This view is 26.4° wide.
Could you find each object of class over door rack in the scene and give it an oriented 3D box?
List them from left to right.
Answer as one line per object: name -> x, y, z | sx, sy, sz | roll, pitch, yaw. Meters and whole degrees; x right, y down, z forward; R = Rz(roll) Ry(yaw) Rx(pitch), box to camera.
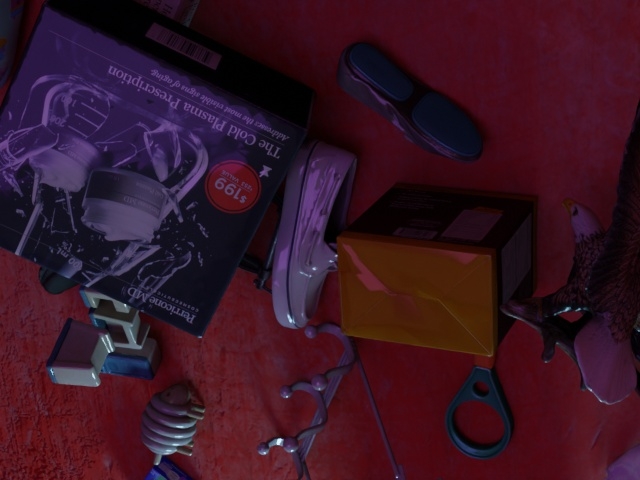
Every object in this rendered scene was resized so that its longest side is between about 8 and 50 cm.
over door rack -> 0.016, 0.296, 1.782 | 0.324, 0.108, 0.239 | 57, 135, 44

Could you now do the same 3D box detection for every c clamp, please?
c clamp -> -0.078, -0.005, 1.845 | 0.137, 0.022, 0.160 | 25, 121, 21

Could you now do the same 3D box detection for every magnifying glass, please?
magnifying glass -> 0.212, 0.184, 1.780 | 0.092, 0.026, 0.231 | 12, 115, 21

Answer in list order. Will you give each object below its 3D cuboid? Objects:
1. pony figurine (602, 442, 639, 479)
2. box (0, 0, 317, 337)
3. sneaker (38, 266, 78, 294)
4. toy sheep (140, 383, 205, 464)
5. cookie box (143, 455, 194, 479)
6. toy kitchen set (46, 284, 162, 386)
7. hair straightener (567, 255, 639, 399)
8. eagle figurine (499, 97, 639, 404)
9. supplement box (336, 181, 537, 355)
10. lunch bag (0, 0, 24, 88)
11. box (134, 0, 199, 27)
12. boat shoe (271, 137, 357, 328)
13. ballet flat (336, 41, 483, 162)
pony figurine -> 0.481, 0.330, 1.592 | 0.363, 0.303, 0.351 | 25, 122, -10
box -> -0.226, -0.104, 1.697 | 0.343, 0.179, 0.312 | 25, 112, -7
sneaker -> -0.280, 0.022, 1.905 | 0.286, 0.109, 0.130 | -30, 100, 33
toy sheep -> -0.220, 0.270, 1.990 | 0.091, 0.091, 0.132 | 21, 100, 17
cookie box -> -0.236, 0.397, 2.075 | 0.092, 0.040, 0.107 | 38, 123, 6
toy kitchen set -> -0.322, 0.164, 1.892 | 0.122, 0.166, 0.207 | 7, 143, 15
hair straightener -> 0.384, 0.109, 1.661 | 0.089, 0.047, 0.230 | -35, 88, 25
eagle figurine -> 0.343, 0.009, 1.505 | 0.225, 0.226, 0.298 | 46, 116, 8
supplement box -> 0.145, 0.029, 1.645 | 0.191, 0.194, 0.129 | 7, 114, 24
lunch bag -> -0.516, -0.348, 1.858 | 0.224, 0.108, 0.279 | 25, 118, 20
box -> -0.242, -0.226, 1.803 | 0.063, 0.067, 0.324 | 34, 120, 9
boat shoe -> 0.000, 0.000, 1.769 | 0.088, 0.096, 0.267 | 16, 111, 19
ballet flat -> 0.108, -0.161, 1.671 | 0.213, 0.072, 0.068 | 40, 150, 6
